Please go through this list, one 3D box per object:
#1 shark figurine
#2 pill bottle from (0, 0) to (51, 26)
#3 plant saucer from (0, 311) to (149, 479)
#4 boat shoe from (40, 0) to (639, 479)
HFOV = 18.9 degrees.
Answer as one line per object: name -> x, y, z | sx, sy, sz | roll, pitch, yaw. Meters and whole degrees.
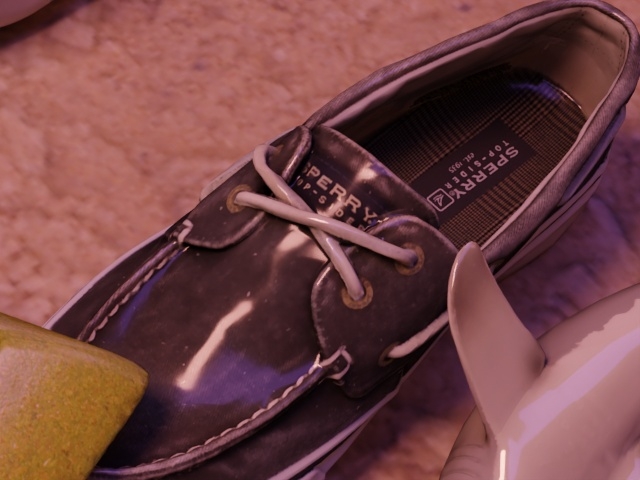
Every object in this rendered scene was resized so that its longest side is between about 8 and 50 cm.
shark figurine -> 0.127, 0.053, 0.745 | 0.278, 0.116, 0.166 | -23, 96, -20
pill bottle -> -0.190, -0.195, 0.828 | 0.215, 0.117, 0.117 | 42, 55, 19
plant saucer -> -0.184, 0.072, 0.626 | 0.188, 0.045, 0.188 | 17, 55, 25
boat shoe -> 0.000, 0.000, 0.731 | 0.121, 0.119, 0.335 | 39, 55, 15
